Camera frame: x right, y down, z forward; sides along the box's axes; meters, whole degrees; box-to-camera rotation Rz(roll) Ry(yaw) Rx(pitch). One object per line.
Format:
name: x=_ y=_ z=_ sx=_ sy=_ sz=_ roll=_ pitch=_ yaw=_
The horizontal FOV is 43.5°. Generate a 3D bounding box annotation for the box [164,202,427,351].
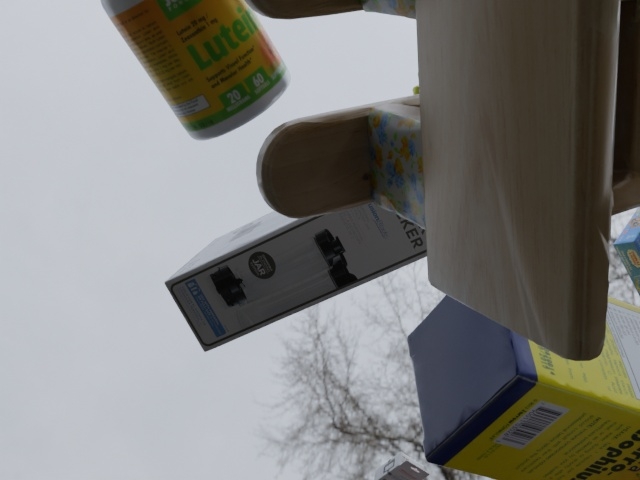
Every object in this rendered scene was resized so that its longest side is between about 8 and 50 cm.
box: x=0.000 y=0.000 z=0.850 sx=0.290 sy=0.169 sz=0.087 roll=-25 pitch=-80 yaw=18

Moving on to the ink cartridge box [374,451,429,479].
ink cartridge box: x=0.127 y=0.360 z=1.246 sx=0.048 sy=0.028 sz=0.083 roll=34 pitch=-54 yaw=-14

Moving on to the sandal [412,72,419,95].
sandal: x=0.215 y=-0.253 z=0.964 sx=0.138 sy=0.126 sz=0.317 roll=28 pitch=-56 yaw=1

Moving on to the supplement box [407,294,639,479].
supplement box: x=0.319 y=0.193 z=1.032 sx=0.357 sy=0.194 sz=0.195 roll=19 pitch=-50 yaw=-20

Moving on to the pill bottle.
pill bottle: x=-0.148 y=-0.243 z=0.866 sx=0.136 sy=0.136 sz=0.245 roll=-20 pitch=-62 yaw=24

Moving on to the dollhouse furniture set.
dollhouse furniture set: x=0.046 y=-0.137 z=0.326 sx=0.256 sy=0.362 sz=0.394 roll=-16 pitch=-67 yaw=-25

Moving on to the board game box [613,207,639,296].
board game box: x=0.548 y=0.011 z=1.267 sx=0.039 sy=0.211 sz=0.160 roll=-15 pitch=-67 yaw=49
